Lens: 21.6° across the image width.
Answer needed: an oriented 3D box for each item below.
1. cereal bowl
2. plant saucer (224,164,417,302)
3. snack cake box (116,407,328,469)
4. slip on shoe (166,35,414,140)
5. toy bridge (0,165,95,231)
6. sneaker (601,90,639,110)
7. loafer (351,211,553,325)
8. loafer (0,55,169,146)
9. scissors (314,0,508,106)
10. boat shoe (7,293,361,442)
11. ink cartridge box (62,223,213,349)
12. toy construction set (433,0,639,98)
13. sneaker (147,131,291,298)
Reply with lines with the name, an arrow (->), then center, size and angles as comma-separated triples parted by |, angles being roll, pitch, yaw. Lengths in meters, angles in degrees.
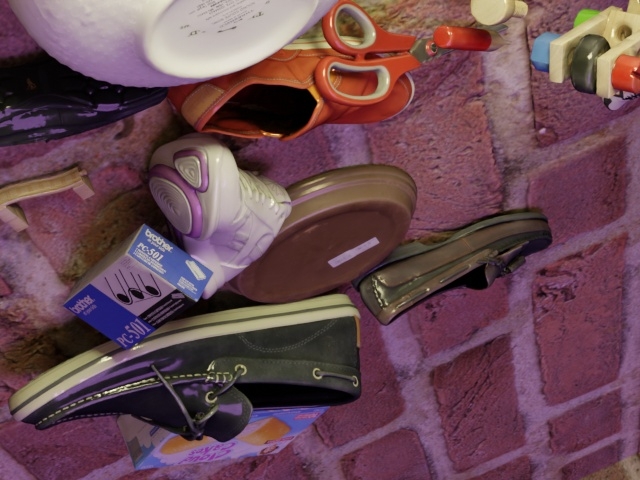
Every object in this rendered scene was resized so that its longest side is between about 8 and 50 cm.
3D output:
cereal bowl -> -0.100, -0.239, 1.429 | 0.339, 0.141, 0.339 | -19, 156, -9
plant saucer -> 0.000, 0.000, 2.109 | 0.278, 0.041, 0.278 | -21, 155, -10
snack cake box -> -0.139, 0.248, 2.416 | 0.264, 0.089, 0.152 | -1, 146, -40
slip on shoe -> -0.026, -0.147, 1.722 | 0.331, 0.101, 0.123 | 2, 143, -46
toy bridge -> -0.329, -0.031, 1.768 | 0.188, 0.026, 0.063 | -27, 154, 6
sneaker -> 0.384, -0.190, 2.069 | 0.040, 0.043, 0.109 | -12, 154, -28
loafer -> 0.191, 0.044, 2.296 | 0.303, 0.095, 0.109 | -15, 154, -20
loafer -> -0.254, -0.132, 1.586 | 0.223, 0.076, 0.078 | -11, 158, -16
scissors -> 0.102, -0.189, 1.763 | 0.297, 0.109, 0.021 | 0, 175, -45
boat shoe -> -0.155, 0.186, 2.172 | 0.500, 0.156, 0.187 | -9, 167, -30
ink cartridge box -> -0.210, 0.055, 1.902 | 0.097, 0.046, 0.207 | 36, 149, -14
toy construction set -> 0.295, -0.257, 1.694 | 0.309, 0.257, 0.237 | -15, 176, 31
sneaker -> -0.107, -0.051, 1.864 | 0.152, 0.114, 0.305 | -32, 162, -16
